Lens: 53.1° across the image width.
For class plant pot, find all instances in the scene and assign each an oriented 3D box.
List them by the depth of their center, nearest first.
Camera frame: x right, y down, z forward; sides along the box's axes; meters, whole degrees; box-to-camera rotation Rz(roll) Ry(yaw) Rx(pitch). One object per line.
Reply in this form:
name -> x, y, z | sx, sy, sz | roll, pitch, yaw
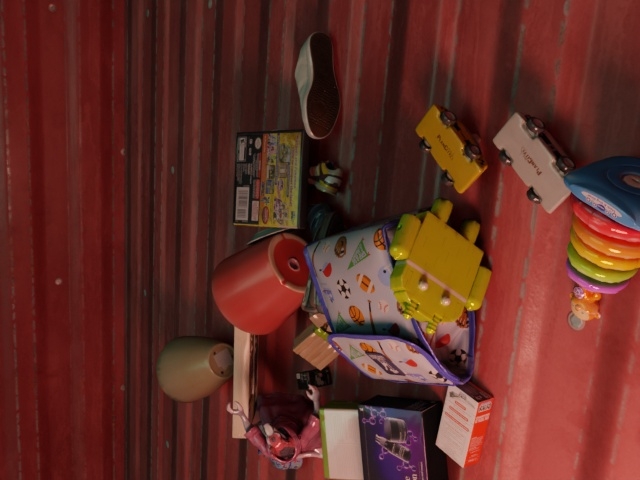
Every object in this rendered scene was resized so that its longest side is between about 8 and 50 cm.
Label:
plant pot -> -0.144, 0.115, 1.897 | 0.243, 0.275, 0.274 | -35, 65, 40
plant pot -> -0.430, 0.460, 2.377 | 0.274, 0.257, 0.256 | -23, 75, 47

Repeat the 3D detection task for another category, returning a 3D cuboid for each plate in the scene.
plate -> -0.135, -0.025, 1.909 | 0.188, 0.188, 0.024 | -23, 86, 55

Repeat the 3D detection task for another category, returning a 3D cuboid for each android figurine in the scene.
android figurine -> 0.240, 0.055, 1.305 | 0.056, 0.248, 0.272 | -19, 40, 58

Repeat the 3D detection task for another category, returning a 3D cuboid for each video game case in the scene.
video game case -> -0.144, -0.174, 1.829 | 0.249, 0.035, 0.274 | 4, 92, 35

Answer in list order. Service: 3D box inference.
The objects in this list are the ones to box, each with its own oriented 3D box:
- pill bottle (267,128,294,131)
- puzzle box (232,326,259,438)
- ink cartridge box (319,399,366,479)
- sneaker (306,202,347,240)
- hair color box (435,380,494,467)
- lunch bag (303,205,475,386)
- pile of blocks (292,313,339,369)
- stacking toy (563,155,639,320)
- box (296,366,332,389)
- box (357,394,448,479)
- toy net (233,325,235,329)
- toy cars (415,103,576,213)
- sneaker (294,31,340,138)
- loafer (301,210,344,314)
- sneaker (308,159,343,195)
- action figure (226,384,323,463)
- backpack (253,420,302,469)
pill bottle -> -0.114, -0.197, 1.908 | 0.130, 0.131, 0.245 | -15, 81, 56
puzzle box -> -0.240, 0.400, 2.099 | 0.272, 0.052, 0.408 | -78, -9, -83
ink cartridge box -> 0.136, 0.524, 1.681 | 0.256, 0.097, 0.188 | -5, 90, 22
sneaker -> 0.002, -0.001, 1.808 | 0.163, 0.086, 0.226 | 56, 142, 43
hair color box -> 0.318, 0.402, 1.420 | 0.093, 0.054, 0.167 | 32, 122, 51
lunch bag -> 0.163, 0.146, 1.466 | 0.328, 0.239, 0.385 | -13, 97, 56
pile of blocks -> 0.038, 0.179, 1.771 | 0.112, 0.149, 0.361 | -97, 26, -65
stacking toy -> 0.477, 0.023, 1.080 | 0.175, 0.166, 0.301 | 45, 144, 39
box -> -0.019, 0.406, 1.887 | 0.062, 0.083, 0.052 | -21, 75, 55
box -> 0.197, 0.515, 1.528 | 0.185, 0.103, 0.260 | -5, 90, 41
toy net -> -0.286, 0.346, 2.317 | 0.122, 0.045, 0.232 | 101, 159, -76
toy cars -> 0.353, -0.173, 1.273 | 0.394, 0.087, 0.176 | 21, 116, 50
sneaker -> -0.014, -0.416, 1.776 | 0.123, 0.106, 0.289 | 172, 100, -65
loafer -> -0.002, 0.054, 1.628 | 0.084, 0.096, 0.267 | -3, 72, 33
sneaker -> 0.006, -0.190, 1.803 | 0.185, 0.070, 0.083 | 37, 104, 50
action figure -> -0.109, 0.540, 1.772 | 0.370, 0.248, 0.275 | -42, -55, -86
backpack -> -0.132, 0.657, 2.059 | 0.158, 0.117, 0.173 | -23, 78, 55
